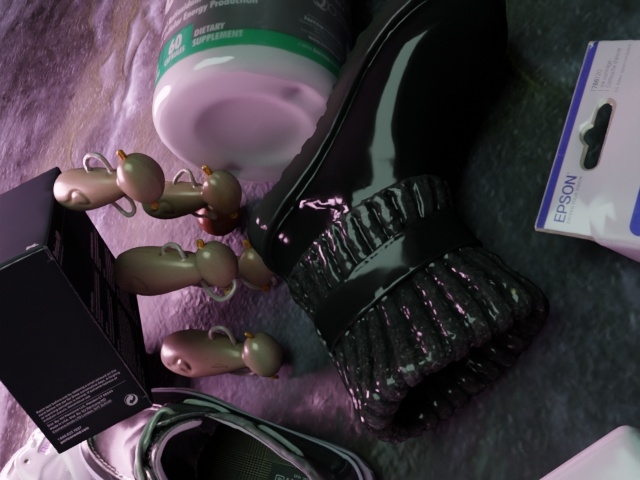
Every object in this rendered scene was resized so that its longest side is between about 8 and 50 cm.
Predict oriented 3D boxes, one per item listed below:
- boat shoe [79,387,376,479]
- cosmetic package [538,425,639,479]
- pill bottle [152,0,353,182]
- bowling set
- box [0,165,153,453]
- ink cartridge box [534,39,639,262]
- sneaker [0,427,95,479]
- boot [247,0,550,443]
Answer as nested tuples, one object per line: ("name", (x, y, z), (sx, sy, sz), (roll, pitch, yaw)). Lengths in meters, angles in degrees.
("boat shoe", (-0.113, 0.194, 0.624), (0.335, 0.119, 0.121), (0, 66, 29))
("cosmetic package", (0.068, 0.304, 0.383), (0.453, 0.230, 0.162), (-43, 50, 20))
("pill bottle", (-0.067, -0.264, 0.749), (0.204, 0.204, 0.361), (-21, 56, 33))
("bowling set", (-0.118, -0.010, 0.720), (0.154, 0.287, 0.200), (-6, 35, 33))
("box", (-0.266, 0.054, 0.685), (0.103, 0.184, 0.261), (-26, 26, -8))
("ink cartridge box", (0.320, -0.049, 0.425), (0.332, 0.065, 0.166), (13, 82, 42))
("sneaker", (-0.286, 0.222, 0.772), (0.114, 0.152, 0.305), (122, 145, -52))
("boot", (0.099, -0.035, 0.564), (0.348, 0.131, 0.260), (-57, 43, 15))
